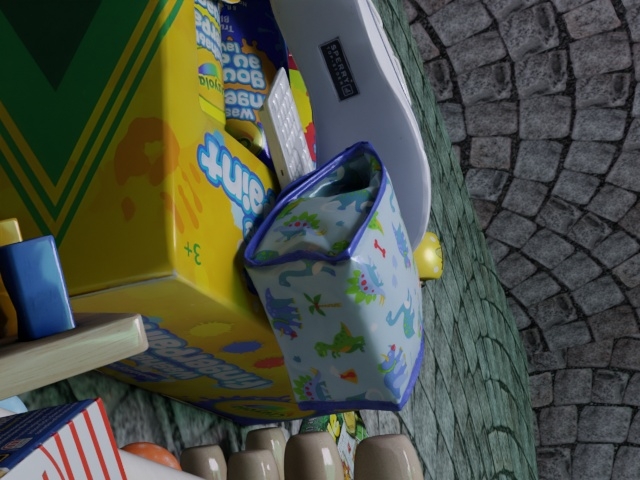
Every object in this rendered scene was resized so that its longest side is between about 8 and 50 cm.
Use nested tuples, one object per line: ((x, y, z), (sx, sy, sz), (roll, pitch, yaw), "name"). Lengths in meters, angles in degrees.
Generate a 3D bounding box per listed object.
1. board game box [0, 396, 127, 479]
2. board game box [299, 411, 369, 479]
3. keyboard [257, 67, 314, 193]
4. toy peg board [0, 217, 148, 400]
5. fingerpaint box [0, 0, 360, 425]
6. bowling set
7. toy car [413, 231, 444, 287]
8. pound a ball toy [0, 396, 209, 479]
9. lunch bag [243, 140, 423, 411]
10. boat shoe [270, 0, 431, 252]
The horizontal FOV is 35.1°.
((-0.185, 0.115, 0.348), (0.147, 0.194, 0.045), (-41, 116, -70), "board game box")
((0.012, 0.260, 1.149), (0.259, 0.030, 0.136), (-69, 140, -62), "board game box")
((0.000, 0.000, 0.761), (0.072, 0.014, 0.256), (-67, 145, -58), "keyboard")
((-0.178, 0.027, 0.387), (0.161, 0.161, 0.079), (-18, 96, -34), "toy peg board")
((-0.088, -0.069, 0.826), (0.445, 0.163, 0.371), (44, 38, -63), "fingerpaint box")
((-0.058, 0.236, 0.781), (0.287, 0.200, 0.154), (160, -77, -65), "bowling set")
((-0.018, 0.020, 1.056), (0.225, 0.239, 0.053), (52, 12, 25), "toy car")
((-0.096, 0.164, 0.560), (0.319, 0.208, 0.135), (43, 41, -59), "pound a ball toy")
((0.022, 0.021, 0.688), (0.151, 0.096, 0.128), (-57, 137, -49), "lunch bag")
((0.036, -0.111, 0.811), (0.084, 0.095, 0.258), (-33, 111, -69), "boat shoe")
